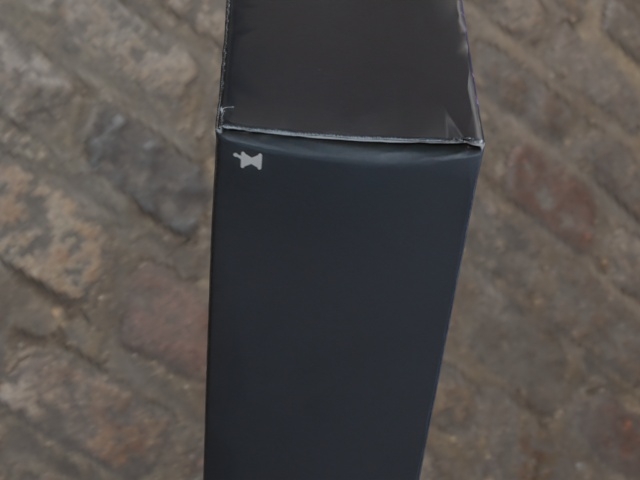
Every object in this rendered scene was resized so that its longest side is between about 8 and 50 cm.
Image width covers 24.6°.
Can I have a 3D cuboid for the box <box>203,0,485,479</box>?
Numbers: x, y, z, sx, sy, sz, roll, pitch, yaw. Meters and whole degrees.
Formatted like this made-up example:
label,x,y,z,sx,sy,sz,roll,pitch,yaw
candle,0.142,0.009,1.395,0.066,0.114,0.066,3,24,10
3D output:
label,x,y,z,sx,sy,sz,roll,pitch,yaw
box,0.000,0.000,0.658,0.103,0.261,0.184,4,42,-2
